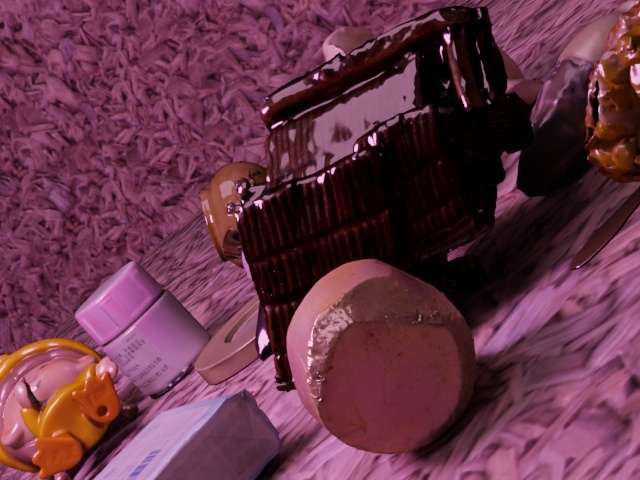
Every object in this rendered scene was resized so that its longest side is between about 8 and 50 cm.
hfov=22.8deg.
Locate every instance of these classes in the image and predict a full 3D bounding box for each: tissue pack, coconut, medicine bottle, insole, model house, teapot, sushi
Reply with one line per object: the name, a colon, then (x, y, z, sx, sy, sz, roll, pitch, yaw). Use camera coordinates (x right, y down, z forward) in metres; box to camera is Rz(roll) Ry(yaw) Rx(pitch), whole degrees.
tissue pack: (-0.154, 0.245, 1.596, 0.177, 0.089, 0.263, -45, 7, -24)
coconut: (0.045, 0.093, 1.274, 0.147, 0.147, 0.153, -43, 10, -1)
medicine bottle: (-0.258, 0.128, 2.314, 0.135, 0.168, 0.135, -40, 10, 9)
insole: (0.256, -0.021, 1.355, 0.135, 0.002, 0.045, -45, 10, -18)
model house: (0.083, -0.002, 1.506, 0.317, 0.297, 0.282, -21, 50, 26)
teapot: (-0.083, -0.042, 2.467, 0.183, 0.173, 0.269, -17, 22, 3)
sushi: (0.326, -0.157, 1.250, 0.296, 0.166, 0.179, -25, 2, 23)

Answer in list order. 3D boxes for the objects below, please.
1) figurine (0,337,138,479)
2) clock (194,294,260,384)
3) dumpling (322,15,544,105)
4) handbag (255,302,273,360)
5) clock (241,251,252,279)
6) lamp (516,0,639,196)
figurine: (-0.382, 0.248, 2.284, 0.215, 0.187, 0.344, -35, 13, -14)
clock: (-0.069, 0.102, 2.099, 0.235, 0.029, 0.235, -39, 10, 8)
dumpling: (0.158, -0.183, 2.053, 0.243, 0.318, 0.187, 14, -85, -56)
handbag: (0.000, 0.000, 1.863, 0.254, 0.089, 0.211, -59, 8, 18)
clock: (-0.039, 0.002, 2.257, 0.176, 0.080, 0.117, -38, 10, 14)
lamp: (0.274, -0.148, 1.592, 0.250, 0.101, 0.101, -56, 11, -9)
